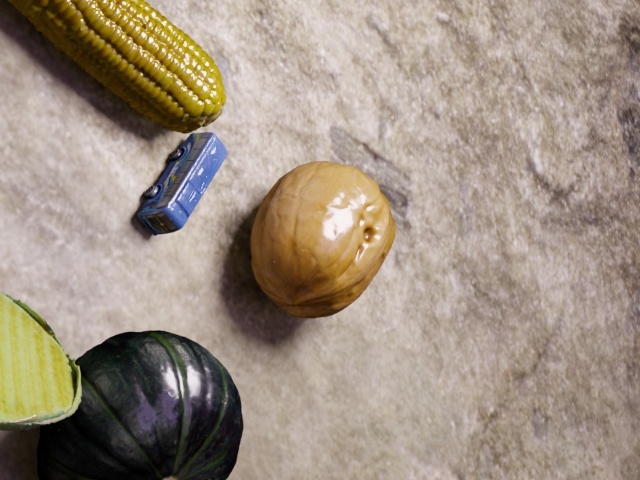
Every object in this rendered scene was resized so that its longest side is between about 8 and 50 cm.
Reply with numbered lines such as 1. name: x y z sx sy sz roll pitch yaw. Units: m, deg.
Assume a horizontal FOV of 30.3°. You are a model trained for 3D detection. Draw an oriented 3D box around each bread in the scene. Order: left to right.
1. bread: -0.376 0.098 1.186 0.301 0.301 0.045 18 111 -42

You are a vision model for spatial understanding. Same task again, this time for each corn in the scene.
1. corn: -0.257 -0.258 1.451 0.363 0.120 0.120 41 56 -32

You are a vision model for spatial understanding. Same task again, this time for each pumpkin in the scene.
1. pumpkin: -0.212 0.219 1.348 0.249 0.216 0.250 -21 122 -39

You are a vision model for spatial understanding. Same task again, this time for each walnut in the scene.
1. walnut: 0.000 0.000 1.609 0.195 0.195 0.222 49 49 -27

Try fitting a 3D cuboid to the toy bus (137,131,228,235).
1. toy bus: -0.178 -0.076 1.534 0.051 0.061 0.153 52 49 -32
